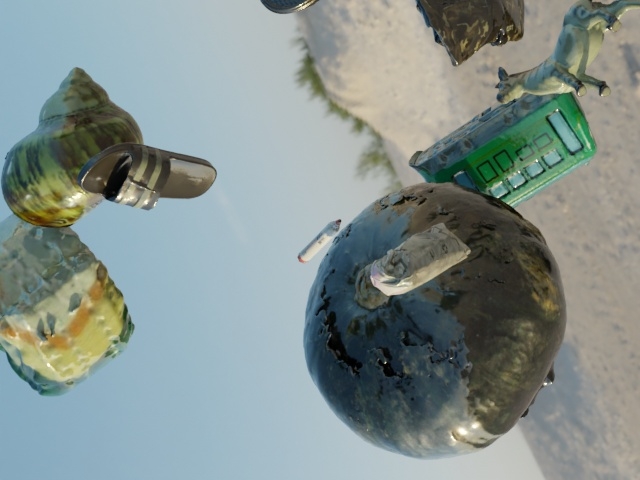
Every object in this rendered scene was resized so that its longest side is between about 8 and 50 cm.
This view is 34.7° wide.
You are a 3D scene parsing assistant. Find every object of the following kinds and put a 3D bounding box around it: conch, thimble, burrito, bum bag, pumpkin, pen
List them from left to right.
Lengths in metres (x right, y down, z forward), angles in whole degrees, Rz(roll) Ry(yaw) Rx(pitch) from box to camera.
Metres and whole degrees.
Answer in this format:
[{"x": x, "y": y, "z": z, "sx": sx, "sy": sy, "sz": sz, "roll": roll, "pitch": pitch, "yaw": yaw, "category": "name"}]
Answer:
[{"x": -0.394, "y": 0.087, "z": 1.453, "sx": 0.254, "sy": 0.167, "sz": 0.288, "roll": 52, "pitch": 158, "yaw": -2, "category": "thimble"}, {"x": -0.324, "y": -0.124, "z": 1.339, "sx": 0.124, "sy": 0.187, "sz": 0.181, "roll": 119, "pitch": 140, "yaw": -57, "category": "conch"}, {"x": 0.000, "y": 0.000, "z": 1.899, "sx": 0.026, "sy": 0.026, "sz": 0.218, "roll": 65, "pitch": 155, "yaw": 9, "category": "pen"}, {"x": 0.127, "y": 0.022, "z": 1.301, "sx": 0.203, "sy": 0.064, "sz": 0.064, "roll": -24, "pitch": -93, "yaw": -54, "category": "burrito"}, {"x": 0.177, "y": 0.123, "z": 1.654, "sx": 0.344, "sy": 0.454, "sz": 0.454, "roll": 38, "pitch": -156, "yaw": -52, "category": "pumpkin"}, {"x": 0.207, "y": -0.295, "z": 1.336, "sx": 0.248, "sy": 0.069, "sz": 0.102, "roll": -29, "pitch": -95, "yaw": -44, "category": "bum bag"}]

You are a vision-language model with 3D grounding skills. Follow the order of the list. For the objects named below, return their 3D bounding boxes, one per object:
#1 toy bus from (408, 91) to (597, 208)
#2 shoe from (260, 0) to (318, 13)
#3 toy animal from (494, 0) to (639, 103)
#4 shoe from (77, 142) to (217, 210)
[{"x": 0.364, "y": -0.172, "z": 1.997, "sx": 0.199, "sy": 0.343, "sz": 0.183, "roll": 55, "pitch": -162, "yaw": -8, "category": "toy bus"}, {"x": 0.004, "y": -0.319, "z": 1.232, "sx": 0.062, "sy": 0.159, "sz": 0.053, "roll": 59, "pitch": -171, "yaw": 15, "category": "shoe"}, {"x": 0.346, "y": -0.265, "z": 1.432, "sx": 0.073, "sy": 0.217, "sz": 0.176, "roll": 24, "pitch": -169, "yaw": -36, "category": "toy animal"}, {"x": -0.183, "y": -0.065, "z": 1.153, "sx": 0.179, "sy": 0.071, "sz": 0.049, "roll": 3, "pitch": -140, "yaw": -46, "category": "shoe"}]
